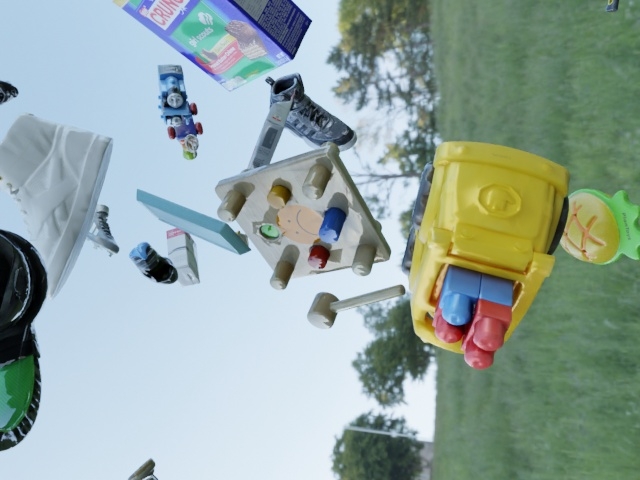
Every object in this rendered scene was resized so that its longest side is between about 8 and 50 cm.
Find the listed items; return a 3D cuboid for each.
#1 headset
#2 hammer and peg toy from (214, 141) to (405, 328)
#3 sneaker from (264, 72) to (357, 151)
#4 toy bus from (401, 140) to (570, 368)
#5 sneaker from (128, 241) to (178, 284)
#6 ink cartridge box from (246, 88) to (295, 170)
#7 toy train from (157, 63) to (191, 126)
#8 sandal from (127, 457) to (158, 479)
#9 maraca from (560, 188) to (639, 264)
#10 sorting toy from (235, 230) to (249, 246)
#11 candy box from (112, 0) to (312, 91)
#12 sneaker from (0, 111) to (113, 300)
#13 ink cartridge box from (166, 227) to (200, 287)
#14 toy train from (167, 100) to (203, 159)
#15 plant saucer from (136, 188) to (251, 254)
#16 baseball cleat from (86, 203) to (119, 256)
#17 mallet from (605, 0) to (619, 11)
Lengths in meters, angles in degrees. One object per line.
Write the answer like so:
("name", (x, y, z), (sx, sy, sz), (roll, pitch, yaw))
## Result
("headset", (-0.350, 0.011, 0.523), (0.243, 0.185, 0.394), (87, 157, -67))
("hammer and peg toy", (0.000, 0.000, 1.000), (0.361, 0.265, 0.127), (56, -144, -31))
("sneaker", (-0.033, -0.321, 1.329), (0.101, 0.268, 0.153), (-53, -24, -16))
("toy bus", (0.156, 0.044, 0.553), (0.220, 0.149, 0.211), (94, -168, -49))
("sneaker", (-0.353, 0.066, 1.153), (0.067, 0.078, 0.188), (-40, -17, -11))
("ink cartridge box", (-0.102, -0.221, 1.086), (0.179, 0.045, 0.145), (-86, 19, -50))
("toy train", (-0.377, -0.370, 1.359), (0.105, 0.080, 0.184), (98, 159, -43))
("sandal", (-0.331, 0.464, 1.005), (0.072, 0.049, 0.180), (-42, -13, -40))
("maraca", (0.445, -0.022, 0.847), (0.185, 0.099, 0.127), (179, 72, -81))
("sorting toy", (-0.224, -0.002, 1.304), (0.083, 0.075, 0.045), (30, -114, -71))
("candy box", (-0.225, -0.480, 1.109), (0.317, 0.268, 0.122), (35, -113, -32))
("sneaker", (-0.462, -0.057, 0.863), (0.108, 0.169, 0.293), (-129, 59, -71))
("ink cartridge box", (-0.414, 0.051, 1.607), (0.109, 0.063, 0.151), (75, 180, -55))
("toy train", (-0.413, -0.302, 1.655), (0.143, 0.105, 0.248), (98, 155, -57))
("plant saucer", (-0.179, -0.025, 0.724), (0.018, 0.192, 0.067), (-57, -37, -17))
("baseball cleat", (-0.587, -0.039, 1.415), (0.109, 0.205, 0.072), (-57, -29, -11))
("mallet", (0.455, -0.445, 0.800), (0.062, 0.039, 0.190), (-129, 48, -61))
